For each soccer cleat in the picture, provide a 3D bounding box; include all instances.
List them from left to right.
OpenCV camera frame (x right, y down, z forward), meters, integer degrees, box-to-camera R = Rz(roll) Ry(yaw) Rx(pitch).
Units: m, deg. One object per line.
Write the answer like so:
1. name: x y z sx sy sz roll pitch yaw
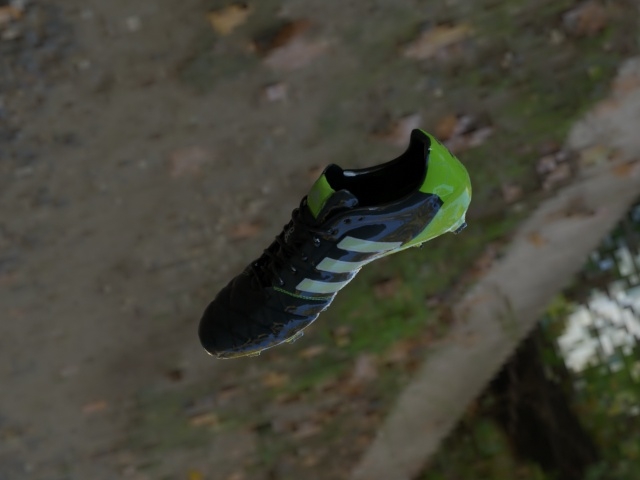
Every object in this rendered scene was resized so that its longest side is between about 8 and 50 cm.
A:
1. soccer cleat: 0.000 0.000 1.052 0.179 0.060 0.072 -33 135 4
